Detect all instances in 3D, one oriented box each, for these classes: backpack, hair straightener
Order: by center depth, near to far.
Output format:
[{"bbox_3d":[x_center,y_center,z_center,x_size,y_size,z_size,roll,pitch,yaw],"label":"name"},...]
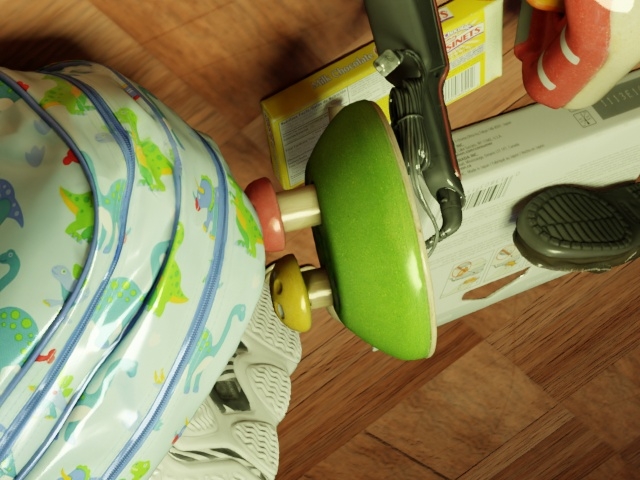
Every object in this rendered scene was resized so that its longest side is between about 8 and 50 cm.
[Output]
[{"bbox_3d":[-0.199,0.056,1.196,0.355,0.290,0.273,-40,139,-3],"label":"backpack"},{"bbox_3d":[0.054,-0.100,1.274,0.047,0.230,0.089,-15,161,30],"label":"hair straightener"}]

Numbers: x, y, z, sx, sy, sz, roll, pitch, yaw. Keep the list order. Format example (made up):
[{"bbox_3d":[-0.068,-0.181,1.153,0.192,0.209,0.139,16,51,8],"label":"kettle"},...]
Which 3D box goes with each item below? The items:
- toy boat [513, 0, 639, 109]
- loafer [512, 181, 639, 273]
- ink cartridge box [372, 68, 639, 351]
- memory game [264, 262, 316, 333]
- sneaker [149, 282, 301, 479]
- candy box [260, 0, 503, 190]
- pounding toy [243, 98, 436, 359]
[{"bbox_3d":[0.164,-0.193,1.332,0.151,0.151,0.231,11,165,-6],"label":"toy boat"},{"bbox_3d":[0.247,0.002,1.680,0.220,0.080,0.078,-6,141,-45],"label":"loafer"},{"bbox_3d":[0.171,-0.027,1.700,0.275,0.060,0.239,-20,151,-28],"label":"ink cartridge box"},{"bbox_3d":[-0.078,0.079,1.650,0.186,0.012,0.186,-26,153,-14],"label":"memory game"},{"bbox_3d":[-0.139,0.165,1.431,0.210,0.137,0.366,-40,-169,23],"label":"sneaker"},{"bbox_3d":[0.051,-0.119,1.445,0.206,0.027,0.105,-28,150,-11],"label":"candy box"},{"bbox_3d":[0.000,0.000,1.291,0.110,0.183,0.237,-13,-173,-6],"label":"pounding toy"}]
